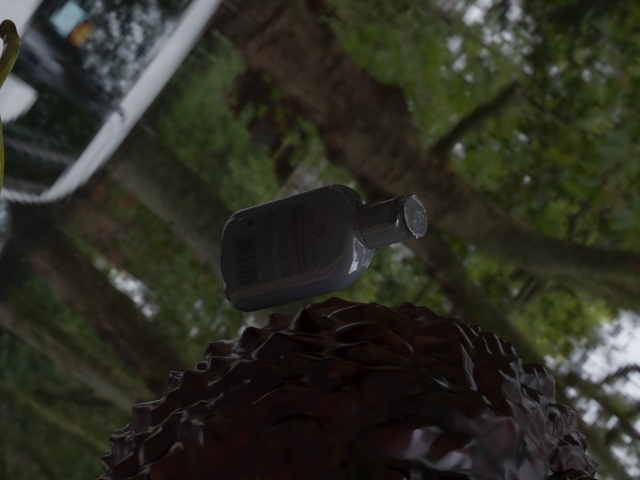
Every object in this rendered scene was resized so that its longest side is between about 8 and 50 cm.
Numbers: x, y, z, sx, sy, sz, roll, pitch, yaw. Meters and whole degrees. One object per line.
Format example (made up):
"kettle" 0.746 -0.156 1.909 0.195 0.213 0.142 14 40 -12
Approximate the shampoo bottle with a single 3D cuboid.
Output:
"shampoo bottle" 0.000 0.000 1.007 0.165 0.040 0.080 -15 -114 33

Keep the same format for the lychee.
"lychee" 0.048 0.242 1.092 0.500 0.425 0.424 -15 -152 23

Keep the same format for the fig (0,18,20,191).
"fig" -0.197 -0.066 0.705 0.093 0.093 0.166 -35 -140 58
